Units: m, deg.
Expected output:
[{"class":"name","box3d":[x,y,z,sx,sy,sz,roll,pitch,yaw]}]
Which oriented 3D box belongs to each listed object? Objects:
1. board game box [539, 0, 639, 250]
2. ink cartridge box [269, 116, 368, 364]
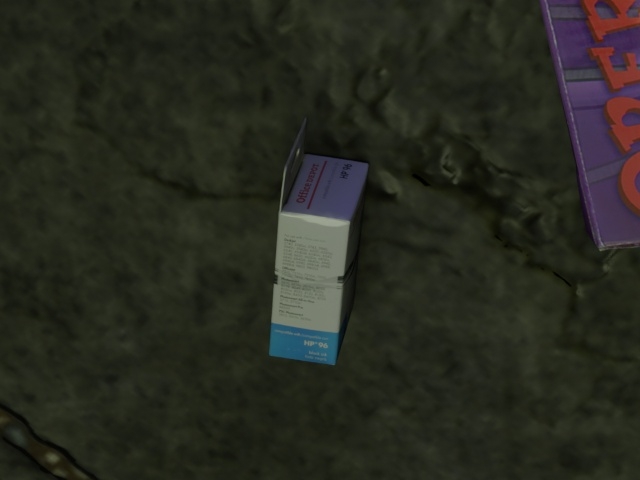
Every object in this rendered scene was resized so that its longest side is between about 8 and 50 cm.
[{"class":"board game box","box3d":[0.065,-0.197,0.403,0.056,0.208,0.347,-9,117,16]},{"class":"ink cartridge box","box3d":[0.000,0.000,0.625,0.028,0.048,0.083,9,122,6]}]
